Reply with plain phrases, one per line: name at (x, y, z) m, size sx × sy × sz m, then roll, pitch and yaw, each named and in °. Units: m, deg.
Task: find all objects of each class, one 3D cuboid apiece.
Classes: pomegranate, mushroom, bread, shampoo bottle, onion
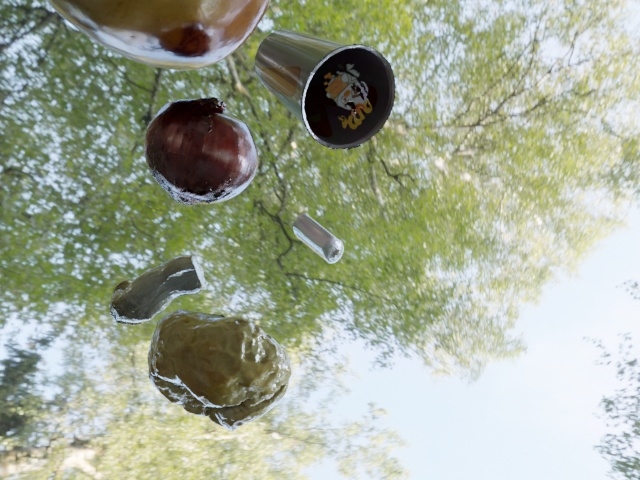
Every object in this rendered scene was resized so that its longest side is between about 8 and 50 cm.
pomegranate at (-0.179, -0.343, 0.847) m, size 0.319 × 0.319 × 0.319 m, roll -3°, pitch -103°, yaw 11°
mushroom at (-0.208, 0.061, 0.989) m, size 0.059 × 0.202 × 0.054 m, roll 43°, pitch -133°, yaw -19°
bread at (-0.167, 0.205, 1.211) m, size 0.244 × 0.244 × 0.134 m, roll 20°, pitch -119°, yaw 16°
shampoo bottle at (0.000, 0.000, 1.377) m, size 0.043 × 0.072 × 0.099 m, roll -46°, pitch -121°, yaw -10°
onion at (-0.131, -0.098, 0.845) m, size 0.131 × 0.131 × 0.131 m, roll -3°, pitch -103°, yaw 11°

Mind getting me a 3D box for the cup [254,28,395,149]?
cup at (-0.011, -0.314, 1.497) m, size 0.203 × 0.203 × 0.288 m, roll -46°, pitch -140°, yaw -1°
